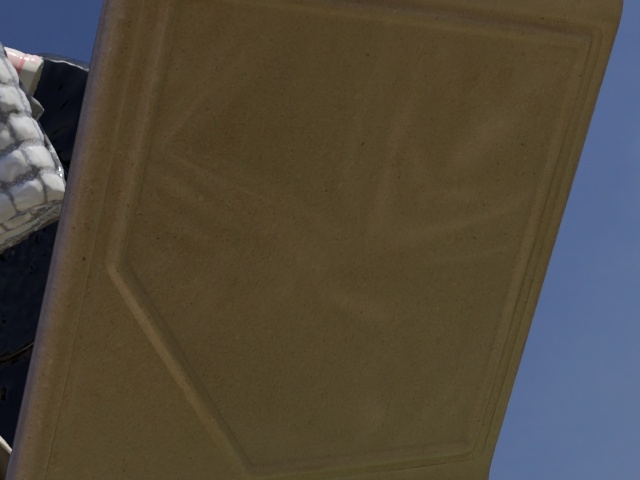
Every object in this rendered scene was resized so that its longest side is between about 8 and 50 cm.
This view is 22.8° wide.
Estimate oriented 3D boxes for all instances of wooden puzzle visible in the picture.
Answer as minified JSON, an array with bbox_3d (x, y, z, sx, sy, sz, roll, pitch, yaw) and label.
[{"bbox_3d":[0.000,0.000,0.545,0.221,0.044,0.238,0,-75,-42],"label":"wooden puzzle"}]

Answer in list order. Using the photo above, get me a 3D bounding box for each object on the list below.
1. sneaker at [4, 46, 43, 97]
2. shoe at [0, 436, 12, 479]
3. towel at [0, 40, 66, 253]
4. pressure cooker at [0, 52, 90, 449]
[{"bbox_3d":[-0.236,-0.069,1.037,0.070,0.051,0.134,21,-83,-8],"label":"sneaker"},{"bbox_3d":[-0.204,0.167,0.954,0.076,0.219,0.058,-21,-32,-32],"label":"shoe"},{"bbox_3d":[-0.293,-0.053,0.831,0.284,0.235,0.121,-28,-8,-4],"label":"towel"},{"bbox_3d":[-0.213,0.068,1.402,0.375,0.370,0.420,-52,-24,-4],"label":"pressure cooker"}]
